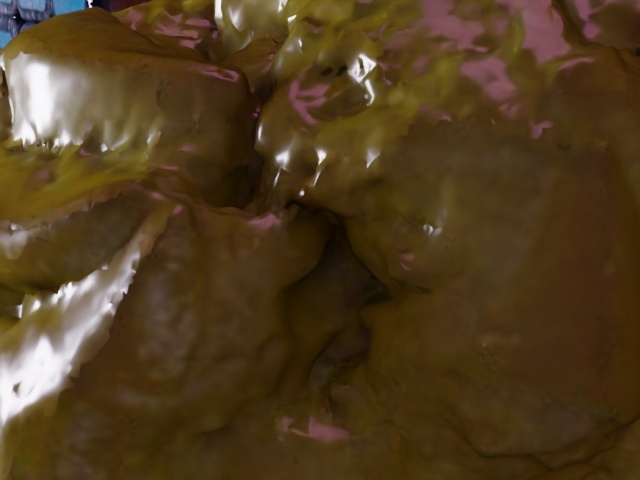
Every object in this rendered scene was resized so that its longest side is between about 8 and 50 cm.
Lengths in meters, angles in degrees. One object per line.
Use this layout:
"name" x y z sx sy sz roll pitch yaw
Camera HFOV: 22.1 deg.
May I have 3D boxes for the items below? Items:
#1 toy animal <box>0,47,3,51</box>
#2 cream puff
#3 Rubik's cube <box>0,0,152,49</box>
"toy animal" -0.223 -0.029 1.031 0.171 0.198 0.171 3 7 0
"cream puff" -0.008 -0.004 0.567 0.274 0.270 0.323 -6 40 -23
"Rubik's cube" -0.076 -0.117 1.251 0.303 0.305 0.301 -2 10 -25
